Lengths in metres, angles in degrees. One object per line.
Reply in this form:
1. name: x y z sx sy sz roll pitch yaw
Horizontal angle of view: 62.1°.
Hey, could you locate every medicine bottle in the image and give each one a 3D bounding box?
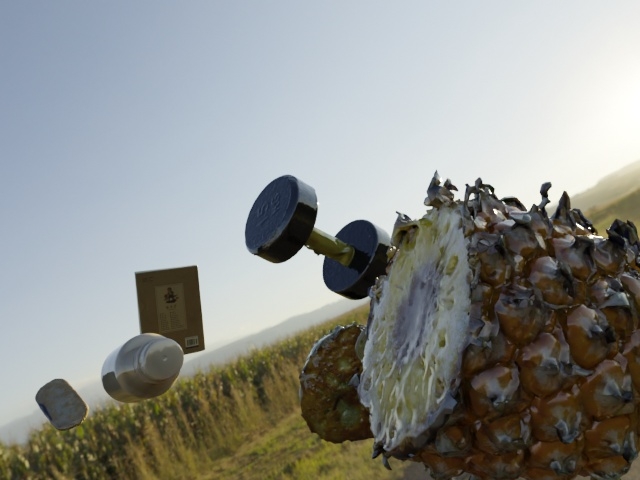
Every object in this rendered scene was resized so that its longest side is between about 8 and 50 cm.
1. medicine bottle: -0.310 0.223 0.939 0.114 0.114 0.252 -17 -9 -35

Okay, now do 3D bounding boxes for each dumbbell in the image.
1. dumbbell: 0.000 0.000 1.272 0.323 0.203 0.204 28 -42 -31

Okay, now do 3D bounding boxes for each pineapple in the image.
1. pineapple: 0.217 0.106 0.594 0.300 0.352 0.352 8 -19 -13

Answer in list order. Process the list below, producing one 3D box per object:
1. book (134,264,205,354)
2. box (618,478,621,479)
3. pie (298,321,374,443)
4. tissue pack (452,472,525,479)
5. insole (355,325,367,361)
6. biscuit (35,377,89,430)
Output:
1. book: -0.331 0.159 1.173 0.139 0.198 0.016 -6 4 -27
2. box: 0.586 0.620 1.158 0.220 0.141 0.064 -33 -14 9
3. pie: 0.085 0.394 1.460 0.103 0.289 0.354 -92 22 -78
4. tissue pack: 0.330 0.393 1.041 0.148 0.092 0.196 -4 8 13
5. insole: 0.170 0.160 0.898 0.007 0.109 0.322 -23 -4 -46
6. biscuit: -0.531 0.334 1.089 0.071 0.147 0.018 -37 -41 -32
